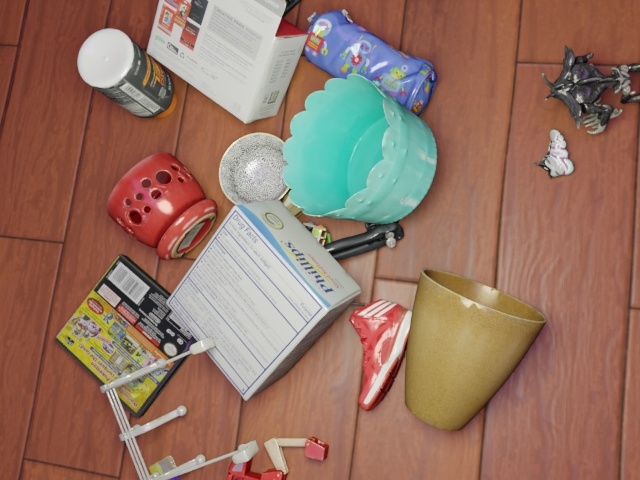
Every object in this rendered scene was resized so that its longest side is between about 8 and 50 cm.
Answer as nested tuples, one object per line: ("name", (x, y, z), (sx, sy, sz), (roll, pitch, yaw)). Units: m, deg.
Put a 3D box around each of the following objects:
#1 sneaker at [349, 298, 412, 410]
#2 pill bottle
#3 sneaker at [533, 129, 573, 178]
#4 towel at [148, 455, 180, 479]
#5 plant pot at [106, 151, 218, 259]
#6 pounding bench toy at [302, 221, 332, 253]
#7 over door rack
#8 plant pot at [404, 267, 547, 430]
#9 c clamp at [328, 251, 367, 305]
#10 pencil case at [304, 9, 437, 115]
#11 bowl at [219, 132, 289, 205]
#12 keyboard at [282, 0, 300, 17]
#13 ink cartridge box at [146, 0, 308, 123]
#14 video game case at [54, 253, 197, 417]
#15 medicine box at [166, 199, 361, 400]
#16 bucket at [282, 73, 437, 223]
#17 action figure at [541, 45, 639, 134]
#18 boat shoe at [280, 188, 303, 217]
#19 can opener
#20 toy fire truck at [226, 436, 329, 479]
("sneaker", (0.102, 0.223, 1.168), (0.128, 0.087, 0.221), (24, 74, 22))
("pill bottle", (-0.411, -0.353, 1.272), (0.130, 0.245, 0.130), (-2, 82, 12))
("sneaker", (0.467, -0.174, 1.173), (0.069, 0.038, 0.098), (-17, 77, 7))
("towel", (-0.332, 0.512, 1.233), (0.060, 0.009, 0.083), (-25, 77, 6))
("plant pot", (-0.330, -0.066, 1.243), (0.174, 0.191, 0.191), (42, 90, 6))
("pounding bench toy", (0.000, 0.000, 1.230), (0.083, 0.052, 0.065), (15, 83, 13))
("over door rack", (-0.279, 0.349, 1.156), (0.324, 0.108, 0.239), (-26, 85, 28))
("plant pot", (0.259, 0.213, 1.072), (0.237, 0.237, 0.254), (21, 100, 14))
("c clamp", (0.009, 0.076, 1.190), (0.137, 0.022, 0.161), (-9, 121, 30))
("pencil case", (0.107, -0.383, 1.237), (0.306, 0.119, 0.133), (36, 112, 14))
("bowl", (-0.130, -0.143, 1.266), (0.170, 0.080, 0.170), (-2, 80, 11))
("keyboard", (-0.186, -0.645, 1.388), (0.201, 0.033, 0.317), (-43, 75, 2))
("ink cartridge box", (-0.197, -0.456, 1.242), (0.309, 0.130, 0.272), (37, 125, 14))
("video game case", (-0.426, 0.210, 1.290), (0.275, 0.035, 0.248), (37, 89, 14))
("medicine box", (-0.116, 0.112, 1.133), (0.263, 0.149, 0.289), (47, 117, 14))
("bucket", (0.077, -0.165, 1.126), (0.281, 0.183, 0.281), (-13, 71, 43))
("action figure", (0.548, -0.295, 1.129), (0.275, 0.141, 0.164), (-6, 81, -6))
("boat shoe", (-0.080, -0.040, 1.249), (0.072, 0.068, 0.190), (43, 91, 3))
("can opener", (0.088, 0.004, 1.200), (0.186, 0.059, 0.073), (-24, 33, -9))
("toy fire truck", (-0.090, 0.456, 1.174), (0.192, 0.047, 0.135), (11, 83, 14))
